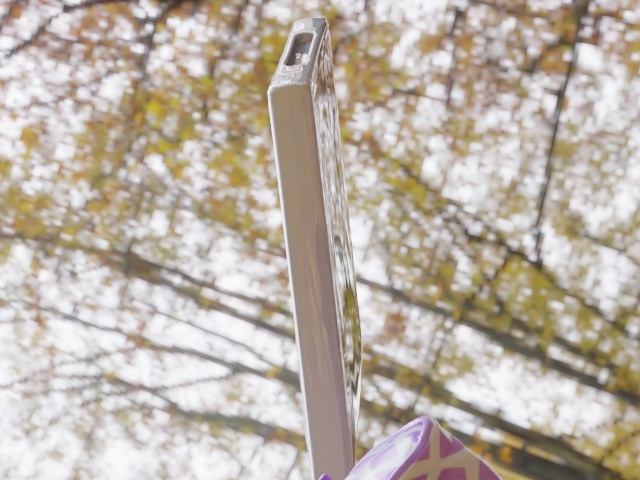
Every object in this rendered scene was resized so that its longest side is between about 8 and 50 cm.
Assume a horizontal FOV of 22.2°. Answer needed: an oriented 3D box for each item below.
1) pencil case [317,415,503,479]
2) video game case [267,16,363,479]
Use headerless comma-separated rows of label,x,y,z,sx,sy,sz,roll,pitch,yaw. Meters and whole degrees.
pencil case,0.086,0.171,0.716,0.206,0.088,0.086,47,-116,-3
video game case,0.000,0.000,0.941,0.206,0.026,0.227,-80,-16,-73
